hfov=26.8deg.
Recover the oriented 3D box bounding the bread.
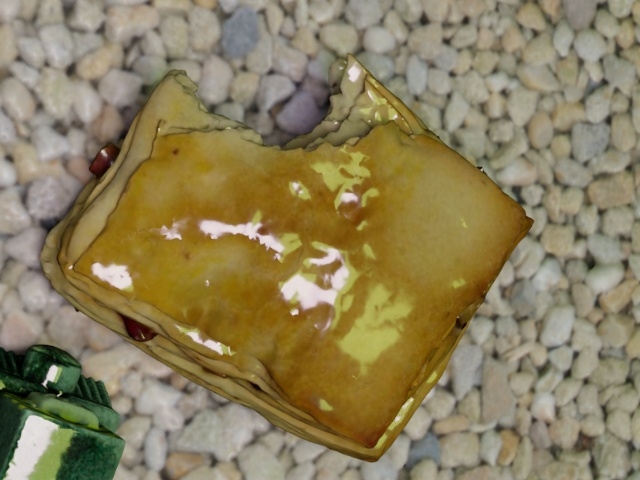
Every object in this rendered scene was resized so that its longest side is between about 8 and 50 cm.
[{"bbox_3d":[0.000,0.000,1.105,0.370,0.191,0.314,38,77,-24],"label":"bread"}]

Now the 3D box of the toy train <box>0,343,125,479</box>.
[{"bbox_3d":[-0.242,0.242,1.002,0.138,0.178,0.330,23,84,-27],"label":"toy train"}]
